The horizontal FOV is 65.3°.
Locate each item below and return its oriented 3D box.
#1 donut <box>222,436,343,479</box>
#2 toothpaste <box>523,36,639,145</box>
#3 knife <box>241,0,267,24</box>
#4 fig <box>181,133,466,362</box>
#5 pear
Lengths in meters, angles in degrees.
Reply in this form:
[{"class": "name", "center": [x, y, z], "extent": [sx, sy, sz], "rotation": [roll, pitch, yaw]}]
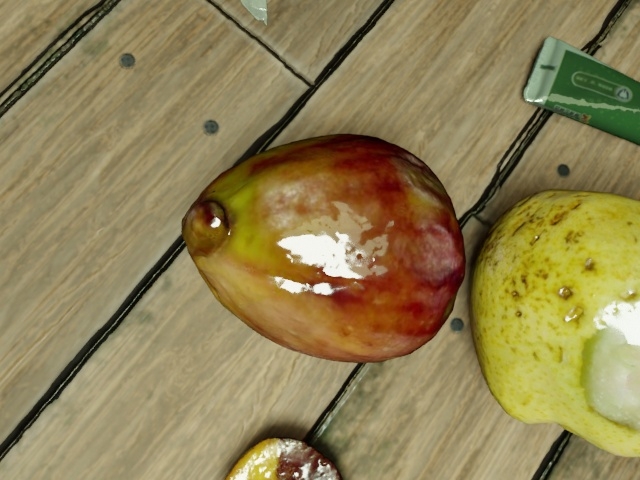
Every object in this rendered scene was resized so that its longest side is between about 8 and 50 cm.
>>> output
[{"class": "donut", "center": [-0.039, 0.270, 0.512], "extent": [0.141, 0.059, 0.140], "rotation": [1, 81, -8]}, {"class": "toothpaste", "center": [0.451, -0.145, 0.647], "extent": [0.392, 0.061, 0.098], "rotation": [24, 79, -1]}, {"class": "knife", "center": [-0.108, -0.408, 0.624], "extent": [0.047, 0.017, 0.297], "rotation": [-12, 83, -16]}, {"class": "fig", "center": [0.008, 0.003, 0.487], "extent": [0.263, 0.224, 0.223], "rotation": [14, 80, -2]}, {"class": "pear", "center": [0.280, 0.077, 0.509], "extent": [0.271, 0.271, 0.271], "rotation": [1, 81, -8]}]
